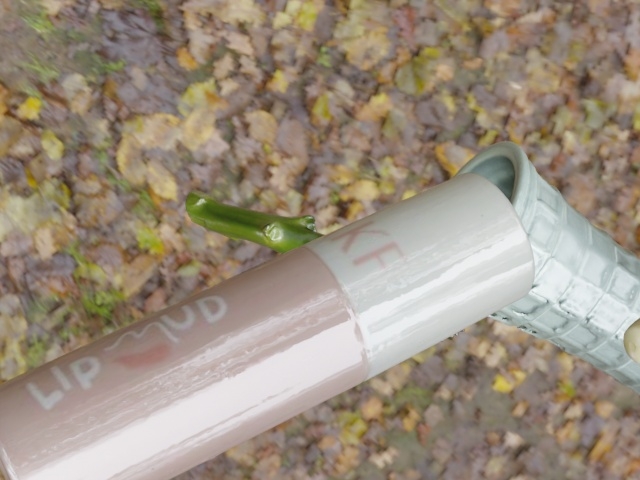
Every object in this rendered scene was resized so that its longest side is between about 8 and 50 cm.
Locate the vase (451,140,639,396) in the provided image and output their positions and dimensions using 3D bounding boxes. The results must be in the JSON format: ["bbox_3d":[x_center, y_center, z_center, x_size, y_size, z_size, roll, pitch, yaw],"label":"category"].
[{"bbox_3d":[0.231,0.056,0.991,0.299,0.143,0.143,31,92,-18],"label":"vase"}]

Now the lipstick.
[{"bbox_3d":[-0.024,0.047,0.553,0.254,0.070,0.070,-25,115,-19],"label":"lipstick"}]

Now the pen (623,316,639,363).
[{"bbox_3d":[0.232,0.015,0.582,0.233,0.032,0.040,-14,83,-30],"label":"pen"}]

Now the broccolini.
[{"bbox_3d":[-0.001,0.002,0.765,0.058,0.216,0.067,-12,118,-62],"label":"broccolini"}]
